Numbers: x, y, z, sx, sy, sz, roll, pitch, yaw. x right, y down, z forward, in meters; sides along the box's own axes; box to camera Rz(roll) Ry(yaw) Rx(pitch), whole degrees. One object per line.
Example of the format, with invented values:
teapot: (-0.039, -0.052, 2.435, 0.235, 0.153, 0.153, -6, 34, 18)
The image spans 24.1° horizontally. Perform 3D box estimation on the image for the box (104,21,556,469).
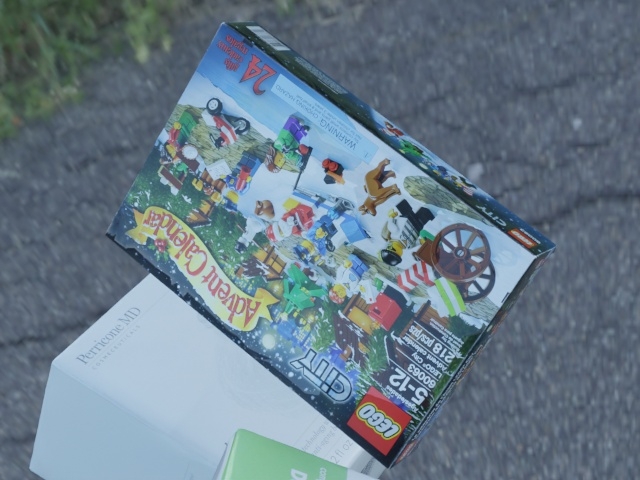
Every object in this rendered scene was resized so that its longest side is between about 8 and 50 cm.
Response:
box: (0.000, 0.000, 0.889, 0.233, 0.044, 0.159, 38, 111, 16)

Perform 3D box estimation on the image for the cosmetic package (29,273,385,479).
cosmetic package: (-0.065, 0.131, 1.170, 0.225, 0.138, 0.224, 29, 41, 13)

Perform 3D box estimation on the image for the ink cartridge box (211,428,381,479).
ink cartridge box: (0.074, 0.274, 0.862, 0.353, 0.207, 0.119, 21, 31, -6)
